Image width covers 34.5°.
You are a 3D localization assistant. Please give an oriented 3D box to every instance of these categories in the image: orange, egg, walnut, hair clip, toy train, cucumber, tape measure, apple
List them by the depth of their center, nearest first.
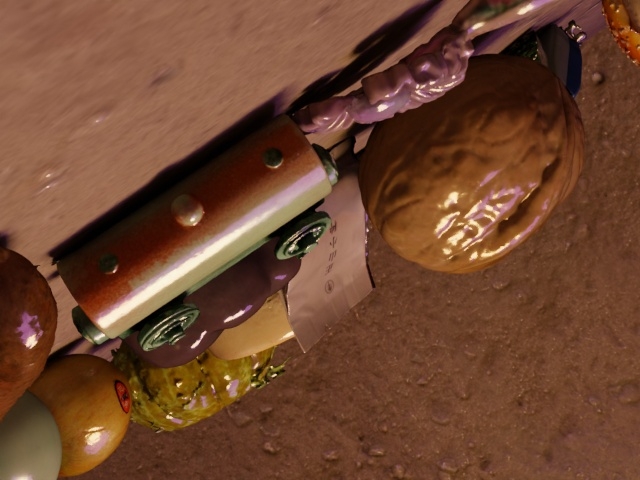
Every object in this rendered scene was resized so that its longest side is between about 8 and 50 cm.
[{"bbox_3d":[-0.107,-0.005,0.930,0.285,0.116,0.177,-33,166,-6],"label":"toy train"},{"bbox_3d":[0.109,-0.178,0.961,0.300,0.069,0.173,-37,171,22],"label":"hair clip"},{"bbox_3d":[-0.377,0.241,1.137,0.168,0.168,0.231,-34,179,-40],"label":"egg"},{"bbox_3d":[0.204,-0.108,1.387,0.313,0.277,0.252,-48,-153,21],"label":"walnut"},{"bbox_3d":[-0.366,0.255,1.535,0.182,0.182,0.155,-38,-175,38],"label":"apple"},{"bbox_3d":[0.295,-0.266,1.792,0.265,0.077,0.077,-35,178,39],"label":"cucumber"},{"bbox_3d":[-0.226,0.197,1.800,0.300,0.223,0.301,-24,177,-17],"label":"orange"},{"bbox_3d":[0.368,-0.229,1.814,0.215,0.098,0.351,-36,-159,37],"label":"tape measure"}]

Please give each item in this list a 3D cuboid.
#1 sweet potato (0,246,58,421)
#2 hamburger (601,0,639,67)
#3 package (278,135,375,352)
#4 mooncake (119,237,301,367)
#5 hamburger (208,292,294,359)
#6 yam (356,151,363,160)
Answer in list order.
[{"bbox_3d":[-0.291,0.109,0.808,0.114,0.092,0.341,7,144,-48],"label":"sweet potato"},{"bbox_3d":[0.500,-0.333,1.503,0.147,0.237,0.237,-22,-173,41],"label":"hamburger"},{"bbox_3d":[0.000,0.000,1.443,0.062,0.250,0.204,10,-149,36],"label":"package"},{"bbox_3d":[-0.140,0.045,1.202,0.245,0.133,0.245,-38,-176,3],"label":"mooncake"},{"bbox_3d":[-0.077,0.058,1.594,0.300,0.176,0.300,-27,-176,2],"label":"hamburger"},{"bbox_3d":[0.145,-0.139,1.748,0.194,0.107,0.107,-35,177,-11],"label":"yam"}]
